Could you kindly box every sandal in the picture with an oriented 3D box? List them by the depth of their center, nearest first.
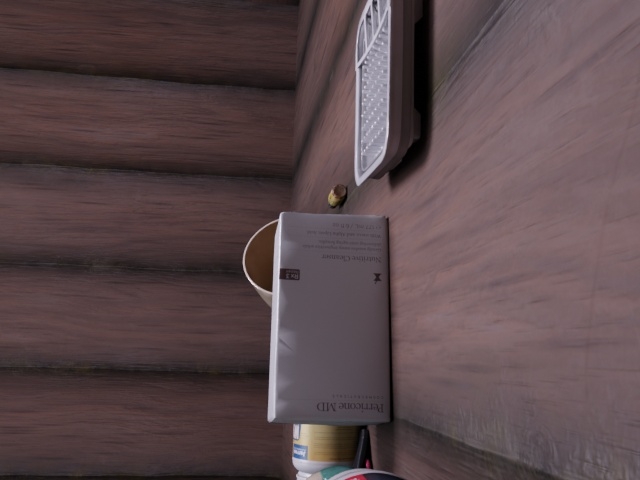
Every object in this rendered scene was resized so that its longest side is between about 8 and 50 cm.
[{"bbox_3d":[0.084,0.456,1.317,0.067,0.040,0.179,111,176,-50],"label":"sandal"}]

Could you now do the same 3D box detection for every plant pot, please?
[{"bbox_3d":[-0.052,0.116,1.811,0.274,0.257,0.256,77,-172,-51],"label":"plant pot"}]

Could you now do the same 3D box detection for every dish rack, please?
[{"bbox_3d":[0.118,-0.275,1.186,0.285,0.073,0.332,142,131,-79],"label":"dish rack"}]

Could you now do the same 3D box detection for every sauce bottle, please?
[{"bbox_3d":[0.043,-0.115,1.823,0.128,0.042,0.042,112,160,-74],"label":"sauce bottle"}]

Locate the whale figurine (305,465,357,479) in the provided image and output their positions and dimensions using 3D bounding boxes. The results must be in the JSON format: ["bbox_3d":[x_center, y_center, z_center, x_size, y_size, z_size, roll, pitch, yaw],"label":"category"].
[{"bbox_3d":[0.065,0.519,1.176,0.216,0.141,0.271,-134,23,-71],"label":"whale figurine"}]

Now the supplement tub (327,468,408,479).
[{"bbox_3d":[0.073,0.386,0.798,0.272,0.191,0.191,142,130,-80],"label":"supplement tub"}]

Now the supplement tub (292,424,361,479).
[{"bbox_3d":[0.014,0.413,1.422,0.144,0.145,0.199,126,146,-77],"label":"supplement tub"}]

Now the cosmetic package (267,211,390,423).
[{"bbox_3d":[0.014,0.152,1.275,0.156,0.217,0.384,112,158,-69],"label":"cosmetic package"}]
